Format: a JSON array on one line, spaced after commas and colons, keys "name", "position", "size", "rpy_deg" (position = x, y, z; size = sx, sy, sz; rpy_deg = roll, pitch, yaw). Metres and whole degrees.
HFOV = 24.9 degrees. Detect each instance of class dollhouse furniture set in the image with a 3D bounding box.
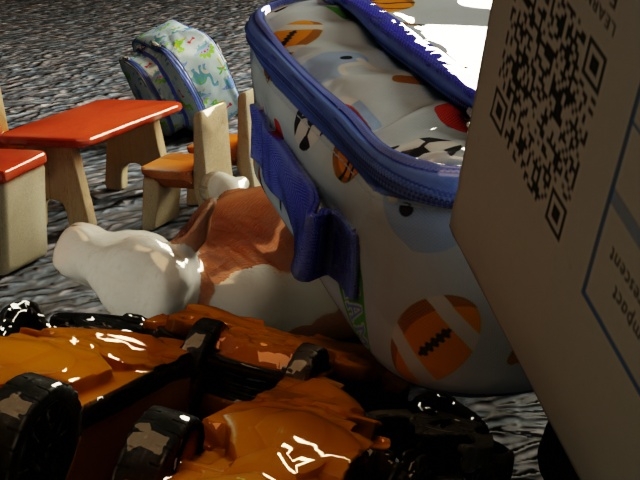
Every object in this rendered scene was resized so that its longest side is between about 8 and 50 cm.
[{"name": "dollhouse furniture set", "position": [-0.197, -0.076, 1.075], "size": [0.262, 0.135, 0.259], "rpy_deg": [3, 17, 23]}]

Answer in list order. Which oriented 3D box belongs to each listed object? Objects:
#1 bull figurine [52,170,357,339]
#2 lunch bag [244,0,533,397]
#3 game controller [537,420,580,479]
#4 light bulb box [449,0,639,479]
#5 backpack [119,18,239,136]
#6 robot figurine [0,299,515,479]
[{"name": "bull figurine", "position": [0.000, 0.000, 0.827], "size": [0.310, 0.101, 0.188], "rpy_deg": [-9, 15, -16]}, {"name": "lunch bag", "position": [0.091, -0.040, 0.639], "size": [0.243, 0.115, 0.303], "rpy_deg": [-4, 22, -15]}, {"name": "game controller", "position": [0.223, 0.099, 0.531], "size": [0.166, 0.067, 0.319], "rpy_deg": [-26, 23, -21]}, {"name": "light bulb box", "position": [0.203, -0.042, 0.260], "size": [0.225, 0.361, 0.358], "rpy_deg": [-7, 42, -15]}, {"name": "backpack", "position": [-0.133, -0.150, 1.390], "size": [0.084, 0.105, 0.114], "rpy_deg": [-35, 28, -19]}, {"name": "robot figurine", "position": [-0.050, 0.079, 0.492], "size": [0.211, 0.085, 0.291], "rpy_deg": [14, 6, 14]}]
